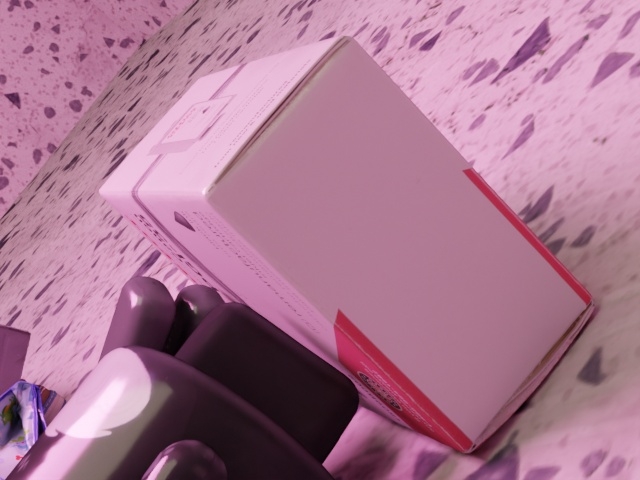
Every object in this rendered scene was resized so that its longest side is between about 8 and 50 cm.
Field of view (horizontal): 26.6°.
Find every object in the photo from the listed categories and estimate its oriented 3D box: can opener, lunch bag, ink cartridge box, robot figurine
[{"bbox_3d":[-0.136,0.145,0.873,0.093,0.074,0.280,54,128,51],"label":"can opener"},{"bbox_3d":[-0.276,0.212,1.147,0.151,0.096,0.129,-76,4,-47],"label":"lunch bag"},{"bbox_3d":[0.000,0.000,0.817,0.117,0.207,0.283,-49,16,-12],"label":"ink cartridge box"},{"bbox_3d":[-0.092,0.172,0.728,0.173,0.209,0.278,17,62,41],"label":"robot figurine"}]

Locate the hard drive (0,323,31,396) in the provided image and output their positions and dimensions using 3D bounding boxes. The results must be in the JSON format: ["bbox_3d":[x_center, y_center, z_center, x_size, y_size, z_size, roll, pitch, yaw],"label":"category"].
[{"bbox_3d":[-0.405,0.212,1.424,0.339,0.064,0.237,-13,63,60],"label":"hard drive"}]

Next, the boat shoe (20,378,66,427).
[{"bbox_3d":[-0.346,0.186,1.485,0.183,0.066,0.066,-30,24,45],"label":"boat shoe"}]
